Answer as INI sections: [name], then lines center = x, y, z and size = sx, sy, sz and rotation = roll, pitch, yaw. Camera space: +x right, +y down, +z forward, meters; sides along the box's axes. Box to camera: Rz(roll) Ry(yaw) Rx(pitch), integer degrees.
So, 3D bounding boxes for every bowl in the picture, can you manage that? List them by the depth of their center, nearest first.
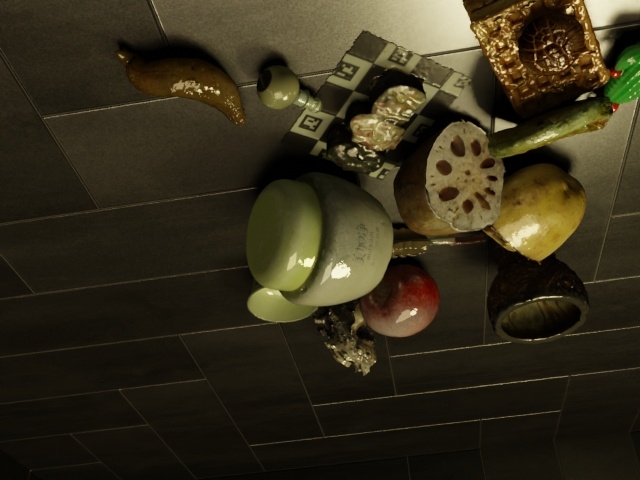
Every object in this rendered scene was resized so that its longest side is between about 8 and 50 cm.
[bowl]
center = -0.110, 0.138, 2.180
size = 0.211, 0.112, 0.211
rotation = -3, 145, -2

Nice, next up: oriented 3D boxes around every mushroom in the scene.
[mushroom]
center = 0.434, -0.367, 1.420
size = 0.109, 0.085, 0.126
rotation = 8, 133, -14

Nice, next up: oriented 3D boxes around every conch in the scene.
[conch]
center = 0.081, 0.292, 2.306
size = 0.186, 0.241, 0.313
rotation = -12, 132, -11

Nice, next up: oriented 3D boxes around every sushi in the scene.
[sushi]
center = 0.124, -0.250, 1.685
size = 0.296, 0.100, 0.373
rotation = 17, 139, -26

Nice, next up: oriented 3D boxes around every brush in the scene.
[brush]
center = 0.309, 0.002, 2.069
size = 0.300, 0.084, 0.071
rotation = -3, 143, -11

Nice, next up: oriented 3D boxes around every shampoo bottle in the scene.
[shampoo bottle]
center = 0.000, 0.000, 1.829
size = 0.317, 0.323, 0.322
rotation = 9, 143, -32

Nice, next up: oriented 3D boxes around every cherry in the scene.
[cherry]
center = 0.244, 0.186, 2.198
size = 0.239, 0.206, 0.239
rotation = -5, 132, -6

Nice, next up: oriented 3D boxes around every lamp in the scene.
[lamp]
center = -0.059, -0.309, 1.606
size = 0.163, 0.091, 0.091
rotation = 20, 138, -41

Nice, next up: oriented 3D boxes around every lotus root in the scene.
[lotus root]
center = 0.290, -0.128, 1.764
size = 0.272, 0.272, 0.192
rotation = 18, 158, -27

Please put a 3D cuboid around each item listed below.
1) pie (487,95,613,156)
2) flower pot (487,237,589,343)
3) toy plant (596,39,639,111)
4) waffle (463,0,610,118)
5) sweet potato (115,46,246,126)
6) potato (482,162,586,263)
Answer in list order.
[pie]
center = 0.489, -0.245, 1.638
size = 0.276, 0.079, 0.277
rotation = -17, 179, 0
[flower pot]
center = 0.579, 0.109, 2.073
size = 0.266, 0.267, 0.267
rotation = -1, 144, -1
[toy plant]
center = 0.678, -0.350, 1.615
size = 0.154, 0.088, 0.240
rotation = -18, 154, -5
[waffle]
center = 0.443, -0.397, 1.524
size = 0.212, 0.091, 0.308
rotation = -21, 140, 21
[sweet potato]
center = -0.270, -0.325, 1.554
size = 0.309, 0.098, 0.124
rotation = 16, 160, -28
[potato]
center = 0.534, -0.083, 1.869
size = 0.285, 0.243, 0.242
rotation = 34, 130, -28
